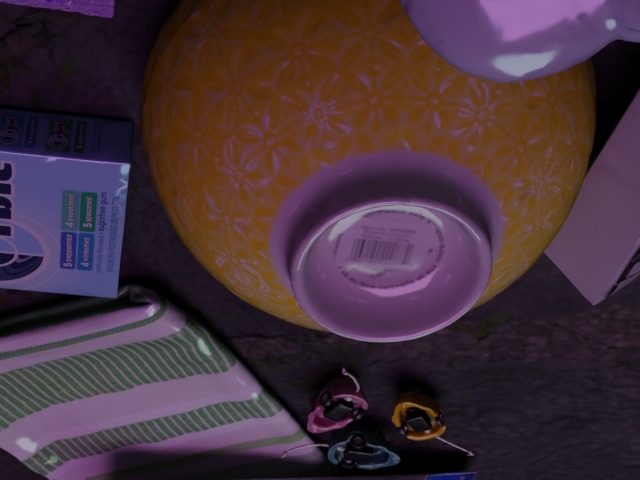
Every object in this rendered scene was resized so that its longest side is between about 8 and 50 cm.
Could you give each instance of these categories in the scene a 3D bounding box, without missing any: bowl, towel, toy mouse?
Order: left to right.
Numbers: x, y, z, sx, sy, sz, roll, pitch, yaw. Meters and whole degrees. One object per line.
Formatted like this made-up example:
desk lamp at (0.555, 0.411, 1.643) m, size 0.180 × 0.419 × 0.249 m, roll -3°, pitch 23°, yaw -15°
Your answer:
towel at (-0.162, 0.151, 1.332) m, size 0.248 × 0.038 × 0.325 m, roll -16°, pitch 140°, yaw 19°
toy mouse at (0.029, 0.151, 1.332) m, size 0.143 × 0.031 × 0.161 m, roll -21°, pitch 137°, yaw 23°
bowl at (0.034, -0.034, 0.948) m, size 0.289 × 0.156 × 0.289 m, roll -2°, pitch 133°, yaw -3°

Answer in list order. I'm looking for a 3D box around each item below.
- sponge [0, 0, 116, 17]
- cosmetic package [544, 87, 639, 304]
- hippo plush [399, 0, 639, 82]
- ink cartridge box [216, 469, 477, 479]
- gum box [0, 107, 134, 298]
sponge at (-0.214, -0.165, 0.877) m, size 0.210 × 0.031 × 0.117 m, roll 6°, pitch 171°, yaw -9°
cosmetic package at (0.230, -0.062, 0.991) m, size 0.099 × 0.060 × 0.239 m, roll -29°, pitch 158°, yaw -33°
hippo plush at (0.169, -0.145, 0.796) m, size 0.236 × 0.294 × 0.234 m, roll 2°, pitch 176°, yaw 29°
ink cartridge box at (-0.031, 0.268, 1.425) m, size 0.332 × 0.065 × 0.165 m, roll -2°, pitch 149°, yaw -8°
gum box at (-0.225, -0.027, 1.091) m, size 0.184 × 0.041 × 0.157 m, roll 5°, pitch 143°, yaw -7°
